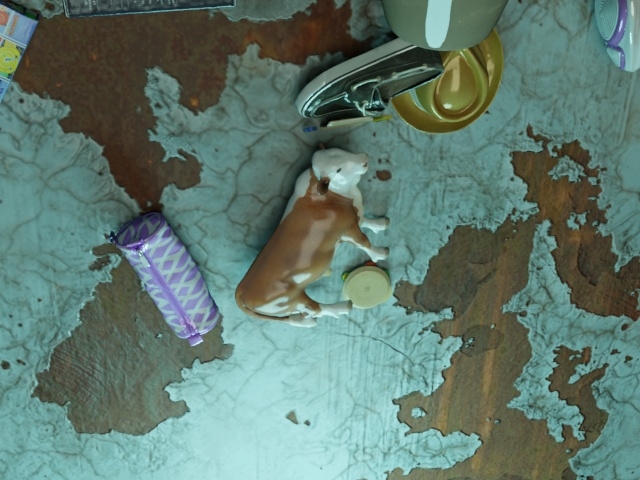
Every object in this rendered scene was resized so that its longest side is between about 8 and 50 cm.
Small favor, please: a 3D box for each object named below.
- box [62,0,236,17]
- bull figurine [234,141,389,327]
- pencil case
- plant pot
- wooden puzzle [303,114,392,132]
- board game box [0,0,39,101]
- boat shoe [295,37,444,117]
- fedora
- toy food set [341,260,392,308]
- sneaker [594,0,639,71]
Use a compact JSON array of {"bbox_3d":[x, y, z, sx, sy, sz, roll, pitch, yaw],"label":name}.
[{"bbox_3d":[-0.213,-0.350,1.163,0.207,0.153,0.108,-5,119,-9],"label":"box"},{"bbox_3d":[0.000,0.000,1.434,0.188,0.101,0.310,28,108,-27],"label":"bull figurine"},{"bbox_3d":[-0.226,0.054,1.420,0.086,0.088,0.206,-26,122,5],"label":"pencil case"},{"bbox_3d":[0.161,-0.377,1.205,0.263,0.263,0.229,-7,139,-9],"label":"plant pot"},{"bbox_3d":[0.038,-0.172,1.370,0.116,0.078,0.014,-10,94,-15],"label":"wooden puzzle"},{"bbox_3d":[-0.471,-0.234,1.237,0.136,0.035,0.201,24,110,-24],"label":"board game box"},{"bbox_3d":[0.065,-0.213,1.314,0.219,0.070,0.077,-24,162,22],"label":"boat shoe"},{"bbox_3d":[0.187,-0.234,1.361,0.194,0.079,0.194,-5,119,-10],"label":"fedora"},{"bbox_3d":[0.075,0.074,1.538,0.083,0.020,0.083,-16,120,-3],"label":"toy food set"},{"bbox_3d":[0.468,-0.384,1.321,0.152,0.114,0.305,-8,120,-7],"label":"sneaker"}]
